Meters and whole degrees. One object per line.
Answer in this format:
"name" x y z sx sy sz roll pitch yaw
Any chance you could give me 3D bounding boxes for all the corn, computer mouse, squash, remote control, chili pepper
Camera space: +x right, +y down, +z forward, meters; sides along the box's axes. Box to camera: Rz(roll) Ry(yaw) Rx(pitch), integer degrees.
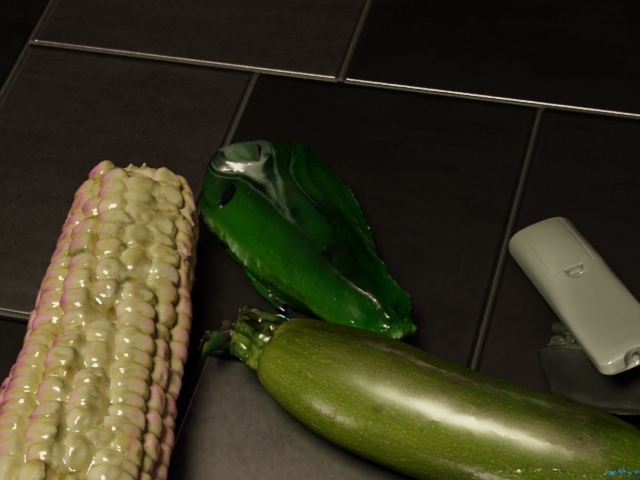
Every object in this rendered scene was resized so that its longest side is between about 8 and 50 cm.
"corn" -0.144 0.084 1.037 0.127 0.126 0.335 4 48 11
"computer mouse" 0.239 0.084 1.012 0.192 0.062 0.106 16 55 18
"squash" 0.064 0.110 1.004 0.331 0.087 0.087 20 56 22
"remote control" 0.176 0.030 1.045 0.050 0.027 0.184 -23 30 -3
"chili pepper" 0.000 0.002 1.114 0.108 0.062 0.216 -31 56 -17
